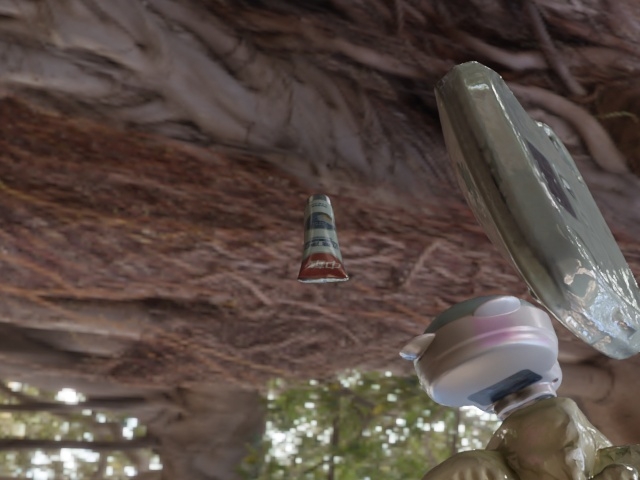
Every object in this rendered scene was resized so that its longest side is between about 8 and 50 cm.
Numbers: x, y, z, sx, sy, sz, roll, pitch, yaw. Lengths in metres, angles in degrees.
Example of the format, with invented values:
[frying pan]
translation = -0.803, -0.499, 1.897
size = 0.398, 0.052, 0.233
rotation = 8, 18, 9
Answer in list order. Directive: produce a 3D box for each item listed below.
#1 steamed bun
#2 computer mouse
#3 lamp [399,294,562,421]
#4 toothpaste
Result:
[steamed bun]
translation = 0.286, 0.362, 1.251
size = 0.352, 0.247, 0.339
rotation = -46, -114, 6
[computer mouse]
translation = 0.189, -0.029, 1.000
size = 0.095, 0.197, 0.331
rotation = -39, -139, 24
[lamp]
translation = 0.216, 0.142, 1.392
size = 0.179, 0.246, 0.108
rotation = -26, -129, 22
[toothpaste]
translation = 0.000, 0.000, 1.416
size = 0.239, 0.062, 0.039
rotation = -94, -175, -65
